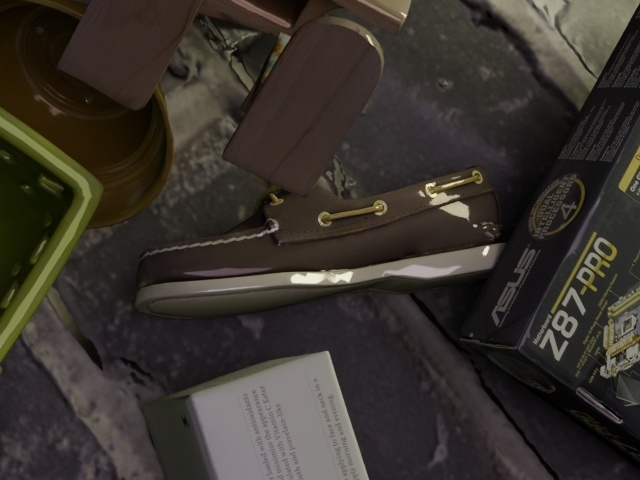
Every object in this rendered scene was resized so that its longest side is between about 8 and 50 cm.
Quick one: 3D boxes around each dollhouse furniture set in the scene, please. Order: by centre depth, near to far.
[{"bbox_3d":[-0.090,-0.300,1.388,0.394,0.256,0.362,27,36,-9],"label":"dollhouse furniture set"}]

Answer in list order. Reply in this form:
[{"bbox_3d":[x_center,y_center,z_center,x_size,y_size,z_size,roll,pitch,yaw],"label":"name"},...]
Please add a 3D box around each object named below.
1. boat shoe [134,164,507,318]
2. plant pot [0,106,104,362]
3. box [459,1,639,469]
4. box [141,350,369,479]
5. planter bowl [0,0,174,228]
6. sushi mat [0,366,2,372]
[{"bbox_3d":[0.000,0.000,1.546,0.324,0.116,0.096,-7,81,-19],"label":"boat shoe"},{"bbox_3d":[-0.321,0.001,1.409,0.227,0.207,0.228,35,76,-10],"label":"plant pot"},{"bbox_3d":[0.336,-0.002,1.601,0.318,0.097,0.395,35,77,-28],"label":"box"},{"bbox_3d":[-0.044,0.190,1.476,0.119,0.182,0.181,-17,89,-18],"label":"box"},{"bbox_3d":[-0.201,-0.121,1.490,0.217,0.217,0.090,36,42,-9],"label":"planter bowl"},{"bbox_3d":[-0.351,0.189,1.306,0.151,0.019,0.316,26,103,-7],"label":"sushi mat"}]
